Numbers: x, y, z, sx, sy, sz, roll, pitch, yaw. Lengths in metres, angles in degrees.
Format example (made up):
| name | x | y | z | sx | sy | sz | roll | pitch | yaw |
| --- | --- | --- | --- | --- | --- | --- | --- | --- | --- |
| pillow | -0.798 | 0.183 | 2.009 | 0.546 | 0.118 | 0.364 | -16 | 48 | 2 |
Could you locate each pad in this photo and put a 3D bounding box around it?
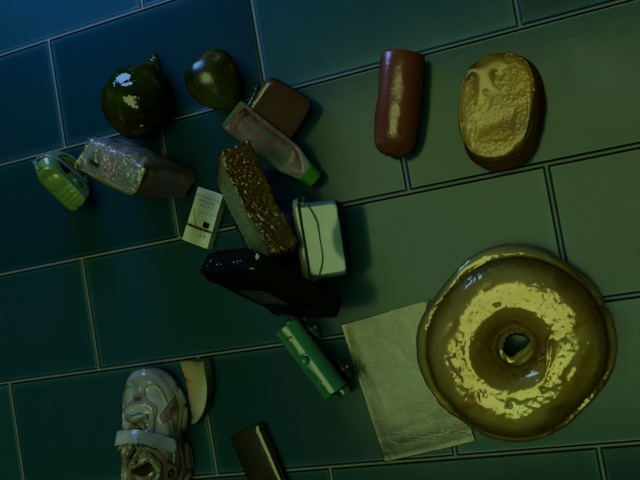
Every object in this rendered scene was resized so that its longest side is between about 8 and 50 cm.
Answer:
| name | x | y | z | sx | sy | sz | roll | pitch | yaw |
| --- | --- | --- | --- | --- | --- | --- | --- | --- | --- |
| pad | 0.216 | 0.355 | 1.850 | 0.248 | 0.007 | 0.367 | -19 | 84 | 18 |

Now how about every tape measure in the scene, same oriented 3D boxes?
| name | x | y | z | sx | sy | sz | roll | pitch | yaw |
| --- | --- | --- | --- | --- | --- | --- | --- | --- | --- |
| tape measure | -0.736 | -0.183 | 2.104 | 0.087 | 0.154 | 0.177 | -35 | 110 | 20 |

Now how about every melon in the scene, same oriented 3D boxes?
| name | x | y | z | sx | sy | sz | roll | pitch | yaw |
| --- | --- | --- | --- | --- | --- | --- | --- | --- | --- |
| melon | -0.333 | 0.415 | 2.022 | 0.098 | 0.054 | 0.182 | -12 | 87 | 24 |

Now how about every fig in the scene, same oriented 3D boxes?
| name | x | y | z | sx | sy | sz | roll | pitch | yaw |
| --- | --- | --- | --- | --- | --- | --- | --- | --- | --- |
| fig | -0.245 | -0.384 | 1.961 | 0.151 | 0.151 | 0.259 | -40 | 100 | 16 |
| fig | -0.486 | -0.402 | 2.016 | 0.195 | 0.195 | 0.245 | 18 | 62 | 18 |

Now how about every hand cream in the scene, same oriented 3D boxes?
| name | x | y | z | sx | sy | sz | roll | pitch | yaw |
| --- | --- | --- | --- | --- | --- | --- | --- | --- | --- |
| hand cream | -0.120 | -0.236 | 1.874 | 0.275 | 0.050 | 0.079 | 37 | 77 | -13 |

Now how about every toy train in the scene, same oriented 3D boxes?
| name | x | y | z | sx | sy | sz | roll | pitch | yaw |
| --- | --- | --- | --- | --- | --- | --- | --- | --- | --- |
| toy train | -0.019 | 0.297 | 1.855 | 0.101 | 0.159 | 0.248 | -41 | 76 | 10 |

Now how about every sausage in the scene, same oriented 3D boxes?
| name | x | y | z | sx | sy | sz | roll | pitch | yaw |
| --- | --- | --- | --- | --- | --- | --- | --- | --- | --- |
| sausage | 0.191 | -0.333 | 1.799 | 0.114 | 0.113 | 0.259 | 5 | 91 | 19 |

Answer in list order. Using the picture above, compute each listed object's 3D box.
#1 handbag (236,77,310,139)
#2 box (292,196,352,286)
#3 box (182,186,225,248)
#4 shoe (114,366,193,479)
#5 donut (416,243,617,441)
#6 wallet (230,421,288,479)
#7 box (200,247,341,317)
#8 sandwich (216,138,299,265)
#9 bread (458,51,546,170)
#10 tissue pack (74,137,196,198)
| name | x | y | z | sx | sy | sz | roll | pitch | yaw |
| --- | --- | --- | --- | --- | --- | --- | --- | --- | --- |
| handbag | -0.130 | -0.319 | 1.899 | 0.151 | 0.072 | 0.193 | 34 | 104 | -19 |
| box | 0.000 | 0.000 | 1.847 | 0.130 | 0.162 | 0.227 | -10 | 88 | 9 |
| box | -0.316 | -0.062 | 2.015 | 0.084 | 0.040 | 0.154 | 19 | 96 | 17 |
| shoe | -0.460 | 0.522 | 1.989 | 0.172 | 0.198 | 0.351 | -19 | 85 | 18 |
| donut | 0.435 | 0.232 | 1.670 | 0.449 | 0.198 | 0.448 | 0 | 90 | 19 |
| wallet | -0.158 | 0.598 | 1.971 | 0.110 | 0.031 | 0.198 | -27 | 82 | 18 |
| box | -0.125 | 0.112 | 1.784 | 0.290 | 0.289 | 0.073 | -6 | 57 | 57 |
| sandwich | -0.163 | -0.067 | 1.853 | 0.099 | 0.271 | 0.301 | -25 | 82 | -12 |
| bread | 0.415 | -0.300 | 1.700 | 0.195 | 0.143 | 0.269 | 5 | 90 | 22 |
| tissue pack | -0.485 | -0.192 | 1.959 | 0.215 | 0.257 | 0.123 | 25 | 102 | 19 |
